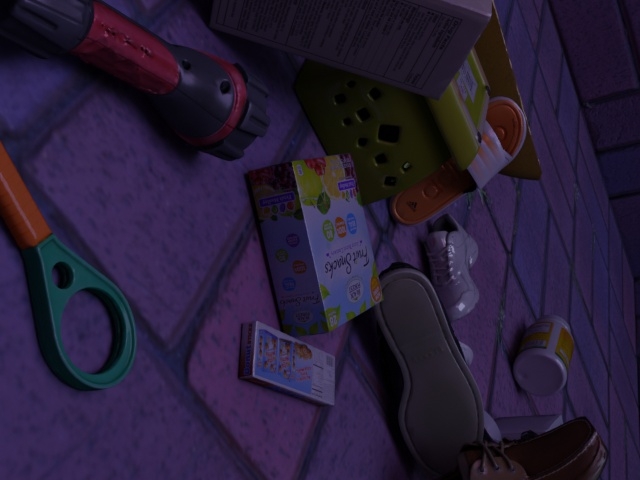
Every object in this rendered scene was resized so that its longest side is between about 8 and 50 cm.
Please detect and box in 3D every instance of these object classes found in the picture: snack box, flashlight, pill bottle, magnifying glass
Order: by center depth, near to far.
[{"bbox_3d":[-0.217,0.021,0.626,0.231,0.026,0.092,66,31,-21],"label":"magnifying glass"},{"bbox_3d":[-0.166,-0.161,0.706,0.304,0.103,0.103,21,64,-59],"label":"flashlight"},{"bbox_3d":[-0.034,0.149,0.912,0.178,0.022,0.064,34,52,-52],"label":"snack box"},{"bbox_3d":[0.000,0.000,0.979,0.174,0.070,0.207,-21,100,-62],"label":"snack box"},{"bbox_3d":[0.515,0.254,1.769,0.208,0.117,0.118,-45,119,-57],"label":"pill bottle"}]

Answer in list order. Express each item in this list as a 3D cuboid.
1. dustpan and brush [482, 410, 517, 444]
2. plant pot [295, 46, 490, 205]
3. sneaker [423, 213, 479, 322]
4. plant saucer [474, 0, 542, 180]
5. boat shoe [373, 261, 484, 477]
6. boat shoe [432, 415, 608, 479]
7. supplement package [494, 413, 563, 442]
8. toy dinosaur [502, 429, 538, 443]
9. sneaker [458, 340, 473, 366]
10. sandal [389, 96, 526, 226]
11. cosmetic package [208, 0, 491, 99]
[{"bbox_3d":[0.252,0.312,1.198,0.060,0.211,0.147,-17,96,-44],"label":"dustpan and brush"},{"bbox_3d":[0.123,-0.218,1.139,0.228,0.207,0.227,58,35,-31],"label":"plant pot"},{"bbox_3d":[0.216,0.044,1.354,0.115,0.090,0.232,52,29,-29],"label":"sneaker"},{"bbox_3d":[0.233,-0.266,1.355,0.333,0.080,0.333,-137,-155,-71],"label":"plant saucer"},{"bbox_3d":[0.153,0.185,1.143,0.113,0.127,0.340,-86,154,-73],"label":"boat shoe"},{"bbox_3d":[0.231,0.337,1.047,0.120,0.324,0.122,54,4,-10],"label":"boat shoe"},{"bbox_3d":[0.397,0.466,1.460,0.139,0.133,0.244,-3,83,-61],"label":"supplement package"},{"bbox_3d":[0.342,0.392,1.229,0.322,0.164,0.219,-101,178,-81],"label":"toy dinosaur"},{"bbox_3d":[0.214,0.192,1.327,0.152,0.053,0.061,41,61,-44],"label":"sneaker"},{"bbox_3d":[0.219,-0.110,1.219,0.102,0.265,0.076,45,14,-5],"label":"sandal"},{"bbox_3d":[0.035,-0.294,0.899,0.296,0.153,0.129,17,57,-10],"label":"cosmetic package"}]
